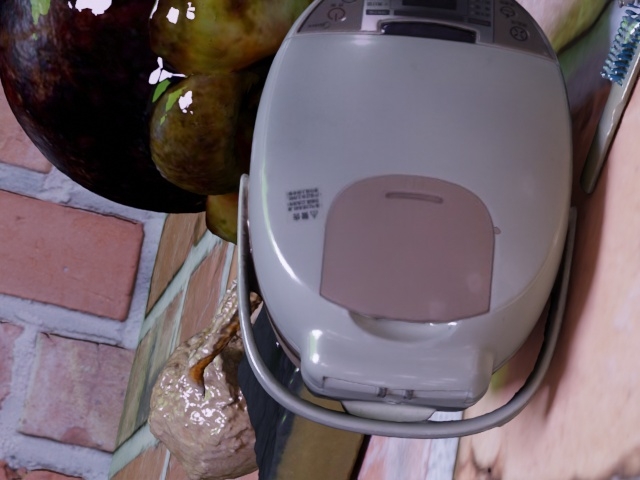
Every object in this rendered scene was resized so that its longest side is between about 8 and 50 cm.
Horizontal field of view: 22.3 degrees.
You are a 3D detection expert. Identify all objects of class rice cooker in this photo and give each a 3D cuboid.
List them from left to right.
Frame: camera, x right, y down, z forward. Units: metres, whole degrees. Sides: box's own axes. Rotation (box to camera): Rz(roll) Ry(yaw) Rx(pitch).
[{"bbox_3d":[0.038,-0.015,0.712,0.127,0.145,0.206,92,-177,-78],"label":"rice cooker"}]

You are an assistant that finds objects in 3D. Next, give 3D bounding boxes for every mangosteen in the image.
[{"bbox_3d":[-0.084,-0.161,1.195,0.330,0.330,0.330,-167,90,-80],"label":"mangosteen"}]

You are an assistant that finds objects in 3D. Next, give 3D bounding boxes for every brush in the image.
[{"bbox_3d":[-0.008,0.082,1.058,0.197,0.059,0.123,-108,33,-70],"label":"brush"},{"bbox_3d":[0.121,-0.059,0.678,0.016,0.013,0.084,-105,28,-64],"label":"brush"}]

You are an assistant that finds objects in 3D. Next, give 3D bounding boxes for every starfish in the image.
[{"bbox_3d":[-0.002,0.000,0.960,0.247,0.050,0.138,-37,20,55],"label":"starfish"}]

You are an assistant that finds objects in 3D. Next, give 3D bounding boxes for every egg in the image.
[{"bbox_3d":[-0.073,0.120,1.213,0.140,0.116,0.118,172,83,-80],"label":"egg"}]

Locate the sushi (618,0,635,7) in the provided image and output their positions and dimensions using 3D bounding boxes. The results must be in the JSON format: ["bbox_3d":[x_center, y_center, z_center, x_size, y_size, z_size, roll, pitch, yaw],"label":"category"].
[{"bbox_3d":[0.119,-0.232,0.631,0.134,0.109,0.273,-98,24,-63],"label":"sushi"}]
